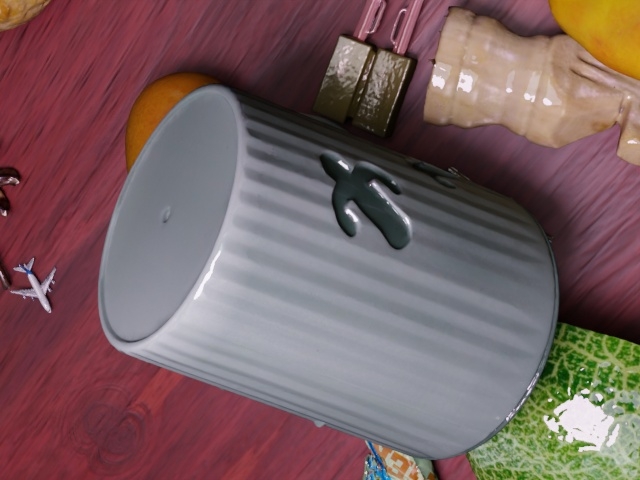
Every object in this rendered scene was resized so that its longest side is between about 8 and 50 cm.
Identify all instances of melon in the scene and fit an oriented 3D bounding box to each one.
[{"bbox_3d":[0.321,0.236,0.980,0.343,0.226,0.331,25,125,-5],"label":"melon"}]

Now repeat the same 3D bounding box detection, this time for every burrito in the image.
[{"bbox_3d":[0.096,0.302,1.124,0.104,0.054,0.288,-23,95,20],"label":"burrito"}]

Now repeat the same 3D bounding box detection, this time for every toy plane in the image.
[{"bbox_3d":[-0.417,0.068,1.238,0.078,0.024,0.084,-28,102,4],"label":"toy plane"}]

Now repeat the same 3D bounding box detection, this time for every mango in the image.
[{"bbox_3d":[-0.161,-0.086,1.073,0.175,0.139,0.255,12,114,29],"label":"mango"}]

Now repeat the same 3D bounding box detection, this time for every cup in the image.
[{"bbox_3d":[-0.010,0.023,0.896,0.392,0.401,0.310,23,95,-33],"label":"cup"}]

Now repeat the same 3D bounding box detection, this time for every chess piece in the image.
[{"bbox_3d":[0.272,-0.168,0.943,0.300,0.137,0.137,13,105,9],"label":"chess piece"}]

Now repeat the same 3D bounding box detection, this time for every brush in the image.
[{"bbox_3d":[0.075,-0.249,1.015,0.103,0.047,0.233,23,106,10],"label":"brush"}]

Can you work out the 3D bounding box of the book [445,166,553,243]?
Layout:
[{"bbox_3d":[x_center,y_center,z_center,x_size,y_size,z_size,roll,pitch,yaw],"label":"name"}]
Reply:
[{"bbox_3d":[0.161,0.044,1.065,0.157,0.026,0.231,35,109,6],"label":"book"}]

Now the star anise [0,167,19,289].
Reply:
[{"bbox_3d":[-0.525,-0.052,1.217,0.177,0.073,0.234,10,102,-2],"label":"star anise"}]

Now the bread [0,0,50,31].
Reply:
[{"bbox_3d":[-0.462,-0.360,1.069,0.244,0.134,0.244,17,146,12],"label":"bread"}]

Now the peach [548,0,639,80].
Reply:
[{"bbox_3d":[0.385,-0.295,0.805,0.308,0.289,0.289,-19,97,-15],"label":"peach"}]
